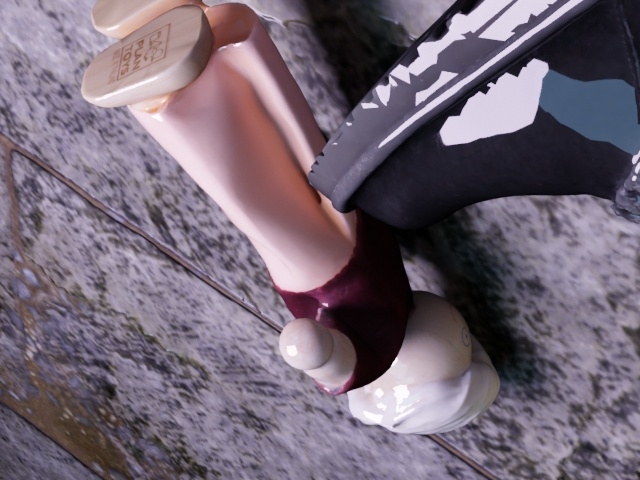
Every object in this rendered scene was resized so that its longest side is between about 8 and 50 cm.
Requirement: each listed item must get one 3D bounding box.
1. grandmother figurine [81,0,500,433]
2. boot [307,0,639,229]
[{"bbox_3d":[0.000,0.000,0.915,0.104,0.207,0.342,-19,131,26],"label":"grandmother figurine"},{"bbox_3d":[0.158,-0.019,0.714,0.260,0.131,0.348,47,150,-5],"label":"boot"}]
